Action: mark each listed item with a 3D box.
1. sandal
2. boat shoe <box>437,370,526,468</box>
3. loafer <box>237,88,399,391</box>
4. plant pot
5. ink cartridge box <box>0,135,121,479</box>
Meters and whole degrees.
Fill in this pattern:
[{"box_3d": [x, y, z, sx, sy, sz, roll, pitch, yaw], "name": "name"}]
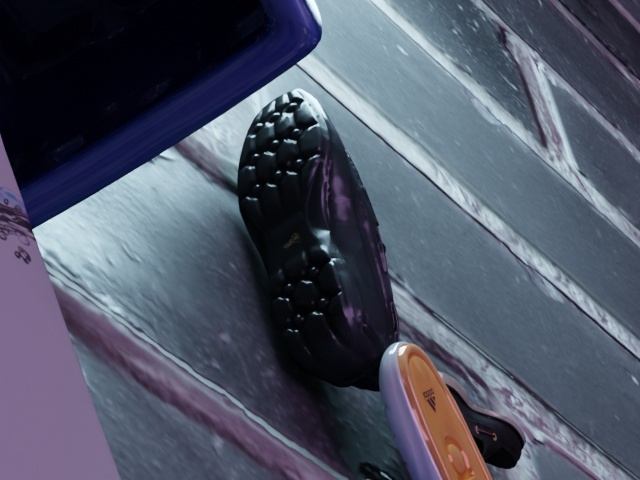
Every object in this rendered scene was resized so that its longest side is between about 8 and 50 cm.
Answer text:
[{"box_3d": [0.117, 0.171, 1.125, 0.265, 0.076, 0.102, 65, 22, 2], "name": "sandal"}, {"box_3d": [0.089, 0.123, 1.244, 0.133, 0.049, 0.042, 37, 52, -50], "name": "boat shoe"}, {"box_3d": [0.000, 0.000, 1.222, 0.078, 0.076, 0.223, 38, 29, -44], "name": "loafer"}, {"box_3d": [-0.143, -0.145, 0.925, 0.236, 0.236, 0.212, 57, 14, -8], "name": "plant pot"}, {"box_3d": [-0.197, 0.036, 0.610, 0.168, 0.171, 0.233, 24, 33, -50], "name": "ink cartridge box"}]
